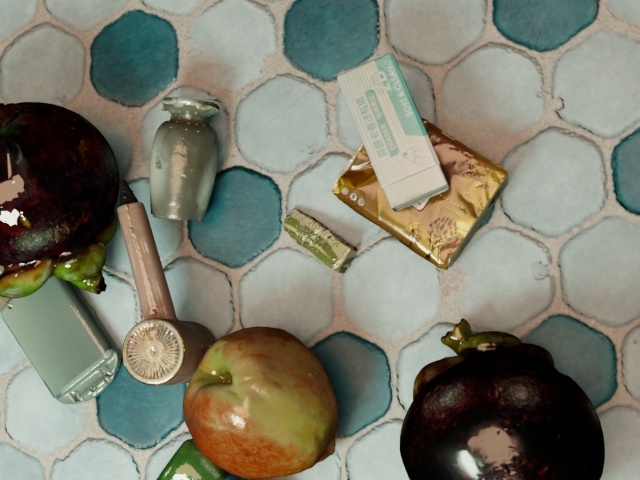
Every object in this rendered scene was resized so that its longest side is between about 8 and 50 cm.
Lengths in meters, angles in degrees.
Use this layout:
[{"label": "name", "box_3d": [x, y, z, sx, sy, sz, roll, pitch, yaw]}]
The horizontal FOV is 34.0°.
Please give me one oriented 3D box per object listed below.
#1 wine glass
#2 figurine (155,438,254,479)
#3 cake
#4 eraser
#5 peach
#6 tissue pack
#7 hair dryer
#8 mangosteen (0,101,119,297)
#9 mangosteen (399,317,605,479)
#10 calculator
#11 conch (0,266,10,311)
[{"label": "wine glass", "box_3d": [-0.224, -0.133, 1.726, 0.111, 0.111, 0.204, 7, 91, 14]}, {"label": "figurine", "box_3d": [-0.162, 0.444, 1.682, 0.234, 0.127, 0.185, 35, 100, 3]}, {"label": "cake", "box_3d": [0.000, 0.000, 1.711, 0.140, 0.055, 0.051, 38, 98, 30]}, {"label": "eraser", "box_3d": [0.109, -0.165, 1.588, 0.095, 0.052, 0.225, -23, 80, 7]}, {"label": "peach", "box_3d": [-0.076, 0.262, 1.624, 0.256, 0.232, 0.232, 38, 98, -29]}, {"label": "tissue pack", "box_3d": [0.155, -0.087, 1.645, 0.226, 0.092, 0.183, 35, 93, 11]}, {"label": "hair dryer", "box_3d": [-0.266, 0.064, 1.691, 0.107, 0.189, 0.344, -17, 81, 10]}, {"label": "mangosteen", "box_3d": [-0.463, -0.075, 1.698, 0.311, 0.311, 0.311, -1, 87, 13]}, {"label": "mangosteen", "box_3d": [0.269, 0.285, 1.518, 0.297, 0.313, 0.297, 16, 128, 22]}, {"label": "calculator", "box_3d": [-0.446, 0.163, 1.797, 0.141, 0.045, 0.246, -39, 79, 9]}, {"label": "conch", "box_3d": [-0.720, 0.059, 1.795, 0.352, 0.210, 0.297, 13, 106, 17]}]
